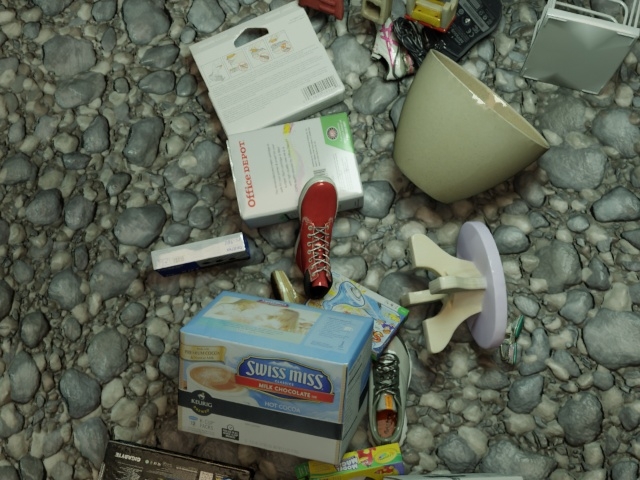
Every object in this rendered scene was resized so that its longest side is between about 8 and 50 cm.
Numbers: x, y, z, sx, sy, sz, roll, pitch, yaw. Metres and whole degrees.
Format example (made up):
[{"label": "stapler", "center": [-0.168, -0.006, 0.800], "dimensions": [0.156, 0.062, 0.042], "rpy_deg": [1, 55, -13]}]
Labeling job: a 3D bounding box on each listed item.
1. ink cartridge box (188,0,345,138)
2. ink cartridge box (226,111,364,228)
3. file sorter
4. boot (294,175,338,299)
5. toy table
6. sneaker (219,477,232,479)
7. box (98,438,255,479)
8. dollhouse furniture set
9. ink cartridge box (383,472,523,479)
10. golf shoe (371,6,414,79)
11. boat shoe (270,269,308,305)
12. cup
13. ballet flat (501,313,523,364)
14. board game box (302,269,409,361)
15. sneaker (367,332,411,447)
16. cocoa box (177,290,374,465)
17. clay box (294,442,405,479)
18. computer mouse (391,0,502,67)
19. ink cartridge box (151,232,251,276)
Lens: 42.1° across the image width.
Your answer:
[{"label": "ink cartridge box", "center": [-0.127, -0.396, 1.971], "dimensions": [0.296, 0.066, 0.261], "rpy_deg": [-24, 78, -3]}, {"label": "ink cartridge box", "center": [-0.056, -0.156, 1.889], "dimensions": [0.278, 0.117, 0.201], "rpy_deg": [-11, 78, 0]}, {"label": "file sorter", "center": [0.584, -0.479, 1.852], "dimensions": [0.193, 0.277, 0.173], "rpy_deg": [16, 75, 6]}, {"label": "boot", "center": [0.000, 0.000, 1.766], "dimensions": [0.088, 0.244, 0.176], "rpy_deg": [1, 37, -11]}, {"label": "toy table", "center": [0.282, 0.101, 1.773], "dimensions": [0.161, 0.252, 0.274], "rpy_deg": [-5, 67, -15]}, {"label": "sneaker", "center": [-0.088, 0.566, 1.698], "dimensions": [0.296, 0.112, 0.131], "rpy_deg": [19, 76, -22]}, {"label": "box", "center": [-0.323, 0.582, 1.765], "dimensions": [0.322, 0.079, 0.257], "rpy_deg": [10, 80, 5]}, {"label": "dollhouse furniture set", "center": [0.153, -0.593, 1.910], "dimensions": [0.374, 0.152, 0.201], "rpy_deg": [25, 59, 13]}, {"label": "ink cartridge box", "center": [0.268, 0.575, 1.672], "dimensions": [0.273, 0.114, 0.197], "rpy_deg": [4, 77, -19]}, {"label": "golf shoe", "center": [0.155, -0.469, 1.973], "dimensions": [0.086, 0.067, 0.186], "rpy_deg": [-21, 78, -1]}, {"label": "boat shoe", "center": [-0.051, 0.149, 1.858], "dimensions": [0.072, 0.068, 0.190], "rpy_deg": [-21, 87, -14]}, {"label": "cup", "center": [0.293, -0.222, 1.813], "dimensions": [0.331, 0.331, 0.237], "rpy_deg": [44, 110, 10]}, {"label": "ballet flat", "center": [0.419, 0.215, 1.829], "dimensions": [0.041, 0.041, 0.114], "rpy_deg": [12, 78, 5]}, {"label": "board game box", "center": [0.072, 0.161, 1.809], "dimensions": [0.201, 0.035, 0.136], "rpy_deg": [27, 52, 19]}, {"label": "sneaker", "center": [0.148, 0.315, 1.784], "dimensions": [0.100, 0.108, 0.271], "rpy_deg": [-1, 74, 4]}, {"label": "cocoa box", "center": [-0.087, 0.266, 1.681], "dimensions": [0.347, 0.231, 0.228], "rpy_deg": [9, 110, 14]}, {"label": "clay box", "center": [0.064, 0.496, 1.736], "dimensions": [0.222, 0.127, 0.053], "rpy_deg": [-13, 44, 0]}, {"label": "computer mouse", "center": [0.308, -0.498, 1.959], "dimensions": [0.272, 0.072, 0.188], "rpy_deg": [-38, 93, -12]}, {"label": "ink cartridge box", "center": [-0.267, 0.033, 1.869], "dimensions": [0.207, 0.097, 0.046], "rpy_deg": [-12, 77, 1]}]
